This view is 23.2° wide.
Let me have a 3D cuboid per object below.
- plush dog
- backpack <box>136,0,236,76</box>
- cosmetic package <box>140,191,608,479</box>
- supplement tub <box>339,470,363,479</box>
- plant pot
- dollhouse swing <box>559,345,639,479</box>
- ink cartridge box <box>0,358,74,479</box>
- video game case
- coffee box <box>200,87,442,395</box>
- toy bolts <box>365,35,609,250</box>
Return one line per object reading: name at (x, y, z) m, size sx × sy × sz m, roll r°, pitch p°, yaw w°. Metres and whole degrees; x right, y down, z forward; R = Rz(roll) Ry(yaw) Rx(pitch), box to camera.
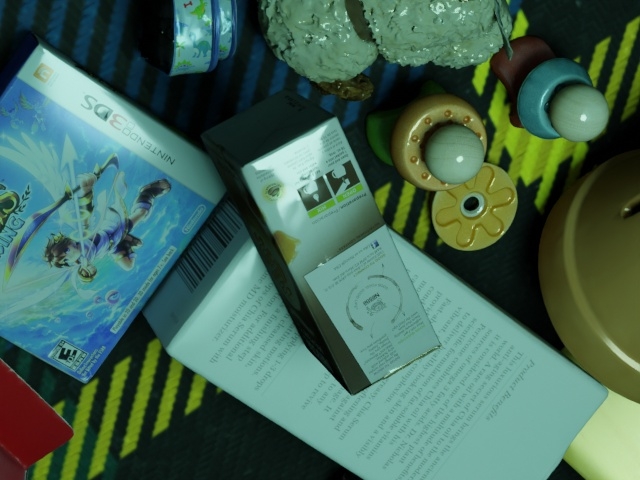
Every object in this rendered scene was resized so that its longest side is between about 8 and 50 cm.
plush dog at (0.049, -0.235, 1.519) m, size 0.225 × 0.210 × 0.262 m, roll -20°, pitch 117°, yaw 14°
backpack at (-0.125, -0.211, 1.490) m, size 0.084 × 0.114 × 0.105 m, roll -5°, pitch 110°, yaw -18°
cosmetic package at (0.057, 0.112, 1.646) m, size 0.453 × 0.161 × 0.230 m, roll 36°, pitch 93°, yaw -26°
supplement tub at (0.040, 0.367, 1.766) m, size 0.106 × 0.106 × 0.198 m, roll 15°, pitch 103°, yaw -23°
plant pot at (0.403, 0.014, 1.634) m, size 0.291 × 0.203 × 0.291 m, roll 7°, pitch 68°, yaw -16°
dollhouse swing at (0.457, 0.215, 1.884) m, size 0.347 × 0.305 × 0.315 m, roll -48°, pitch 158°, yaw 2°
ink cartridge box at (-0.432, 0.198, 1.495) m, size 0.272 × 0.130 × 0.309 m, roll -37°, pitch 117°, yaw 11°
video game case at (-0.258, -0.027, 1.542) m, size 0.244 × 0.061 × 0.269 m, roll 33°, pitch 96°, yaw -25°
coffee box at (0.000, 0.000, 1.420) m, size 0.098 × 0.141 × 0.246 m, roll -30°, pitch 113°, yaw -9°
toy bolts at (0.198, -0.090, 1.623) m, size 0.228 × 0.158 × 0.218 m, roll -33°, pitch 117°, yaw -5°
